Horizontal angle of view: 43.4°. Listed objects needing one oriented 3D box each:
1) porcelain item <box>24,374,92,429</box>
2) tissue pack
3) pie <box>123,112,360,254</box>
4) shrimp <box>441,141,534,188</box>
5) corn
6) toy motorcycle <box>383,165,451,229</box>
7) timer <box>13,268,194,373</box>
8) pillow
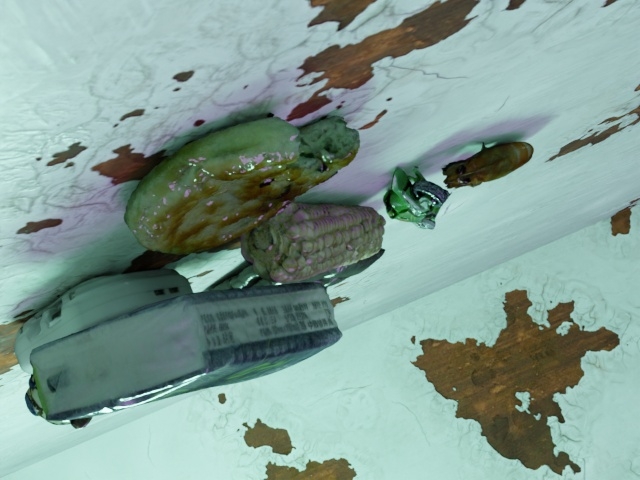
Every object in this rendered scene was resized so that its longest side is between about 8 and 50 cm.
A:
[{"bbox_3d":[-0.406,0.237,1.501,0.288,0.138,0.186,-27,-162,-14],"label":"porcelain item"},{"bbox_3d":[-0.178,0.159,1.190,0.288,0.124,0.394,-21,169,25],"label":"tissue pack"},{"bbox_3d":[-0.099,-0.066,0.984,0.303,0.066,0.302,-24,168,-5],"label":"pie"},{"bbox_3d":[0.280,-0.128,1.408,0.150,0.068,0.249,-27,173,38],"label":"shrimp"},{"bbox_3d":[-0.002,-0.002,1.299,0.127,0.126,0.335,-30,167,28],"label":"corn"},{"bbox_3d":[0.160,-0.068,1.380,0.074,0.106,0.190,-63,172,-15],"label":"toy motorcycle"},{"bbox_3d":[-0.341,0.124,1.279,0.262,0.087,0.237,-31,166,29],"label":"timer"},{"bbox_3d":[-0.059,0.071,1.547,0.228,0.101,0.326,-6,157,-44],"label":"pillow"}]
